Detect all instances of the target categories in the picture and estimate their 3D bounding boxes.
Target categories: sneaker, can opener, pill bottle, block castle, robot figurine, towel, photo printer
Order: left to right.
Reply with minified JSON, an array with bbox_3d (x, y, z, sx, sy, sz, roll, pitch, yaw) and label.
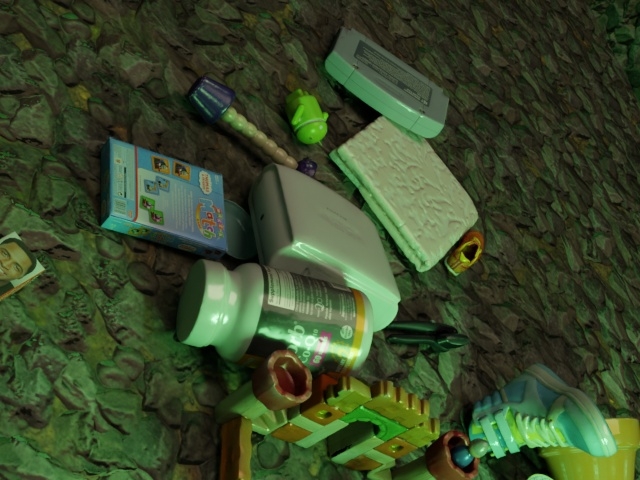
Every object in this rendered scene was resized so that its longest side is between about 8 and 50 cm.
[{"bbox_3d":[-0.071,0.124,1.738,0.278,0.162,0.162,14,49,-21],"label":"pill bottle"},{"bbox_3d":[-0.028,-0.241,2.217,0.101,0.067,0.115,13,51,-59],"label":"robot figurine"},{"bbox_3d":[0.000,0.000,1.956,0.256,0.107,0.307,30,23,-25],"label":"photo printer"},{"bbox_3d":[0.066,0.371,1.683,0.453,0.213,0.303,29,42,-31],"label":"block castle"},{"bbox_3d":[0.186,-0.114,2.375,0.317,0.053,0.332,52,34,-1],"label":"towel"},{"bbox_3d":[0.198,0.176,2.142,0.186,0.073,0.059,12,60,-33],"label":"can opener"},{"bbox_3d":[0.326,0.022,2.412,0.064,0.067,0.175,49,33,-4],"label":"sneaker"},{"bbox_3d":[0.393,0.353,2.056,0.127,0.208,0.319,64,-8,-16],"label":"sneaker"}]

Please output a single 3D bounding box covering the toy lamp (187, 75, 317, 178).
[{"bbox_3d":[-0.126,-0.199,2.058,0.275,0.080,0.080,37,38,-23],"label":"toy lamp"}]

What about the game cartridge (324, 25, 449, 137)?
[{"bbox_3d":[0.147,-0.347,2.471,0.297,0.062,0.198,33,37,-9],"label":"game cartridge"}]

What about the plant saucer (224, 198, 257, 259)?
[{"bbox_3d":[-0.156,-0.015,1.916,0.119,0.021,0.119,30,42,-31],"label":"plant saucer"}]

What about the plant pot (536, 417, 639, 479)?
[{"bbox_3d":[0.531,0.453,2.196,0.205,0.205,0.188,11,69,-45],"label":"plant pot"}]

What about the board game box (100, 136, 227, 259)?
[{"bbox_3d":[-0.252,-0.066,1.812,0.211,0.039,0.160,17,48,-31],"label":"board game box"}]

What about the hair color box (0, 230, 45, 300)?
[{"bbox_3d":[-0.445,0.048,1.502,0.072,0.043,0.141,52,34,-2],"label":"hair color box"}]

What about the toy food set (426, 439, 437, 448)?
[{"bbox_3d":[0.231,0.407,2.018,0.078,0.019,0.122,-5,57,-52],"label":"toy food set"}]

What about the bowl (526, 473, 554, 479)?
[{"bbox_3d":[0.400,0.524,2.061,0.170,0.080,0.170,30,41,-30],"label":"bowl"}]
